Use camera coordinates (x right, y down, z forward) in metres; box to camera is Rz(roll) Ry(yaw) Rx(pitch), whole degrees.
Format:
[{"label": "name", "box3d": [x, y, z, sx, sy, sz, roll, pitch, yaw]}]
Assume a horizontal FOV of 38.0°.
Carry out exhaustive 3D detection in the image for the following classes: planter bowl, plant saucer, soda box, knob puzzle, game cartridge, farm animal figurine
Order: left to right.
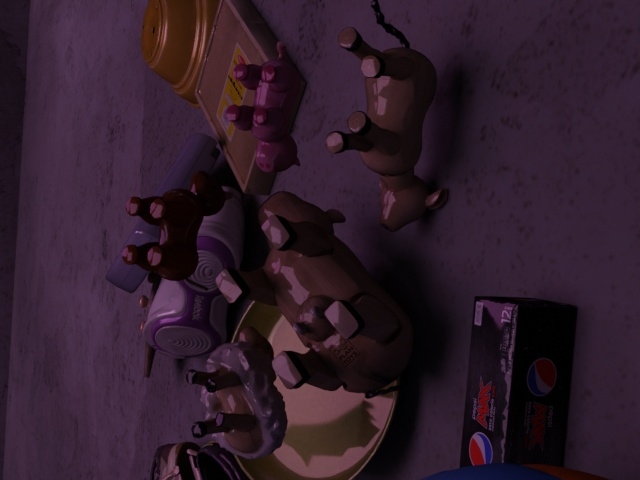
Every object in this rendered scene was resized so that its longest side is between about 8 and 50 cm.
[{"label": "knob puzzle", "box3d": [-0.261, 0.086, 1.457, 0.213, 0.030, 0.213, -172, 90, -86]}, {"label": "game cartridge", "box3d": [-0.236, -0.024, 1.344, 0.196, 0.060, 0.294, -67, 12, -22]}, {"label": "planter bowl", "box3d": [-0.219, -0.318, 1.429, 0.217, 0.090, 0.217, -15, 73, 62]}, {"label": "plant saucer", "box3d": [-0.006, 0.142, 0.945, 0.241, 0.037, 0.240, -16, 65, 39]}, {"label": "farm animal figurine", "box3d": [0.000, 0.000, 0.859, 0.330, 0.172, 0.326, -30, 70, 26]}, {"label": "soda box", "box3d": [0.146, 0.128, 0.699, 0.053, 0.060, 0.168, 9, 94, 61]}]

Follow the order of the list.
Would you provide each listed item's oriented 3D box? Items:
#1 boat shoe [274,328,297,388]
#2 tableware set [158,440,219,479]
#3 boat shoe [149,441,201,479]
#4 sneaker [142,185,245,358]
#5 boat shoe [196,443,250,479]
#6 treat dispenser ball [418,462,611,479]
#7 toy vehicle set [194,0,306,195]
[{"label": "boat shoe", "box3d": [-0.025, 0.162, 1.021, 0.060, 0.064, 0.177, 163, 111, -63]}, {"label": "tableware set", "box3d": [-0.167, 0.333, 1.247, 0.154, 0.024, 0.104, -37, 55, 21]}, {"label": "boat shoe", "box3d": [-0.212, 0.400, 1.324, 0.073, 0.080, 0.223, -8, 73, 39]}, {"label": "sneaker", "box3d": [-0.161, 0.054, 1.290, 0.305, 0.114, 0.152, 119, 167, -44]}, {"label": "boat shoe", "box3d": [-0.075, 0.345, 1.064, 0.285, 0.092, 0.102, 63, 140, 45]}, {"label": "treat dispenser ball", "box3d": [0.112, 0.267, 0.499, 0.288, 0.288, 0.288, -13, 76, 62]}, {"label": "toy vehicle set", "box3d": [-0.102, -0.203, 1.245, 0.267, 0.035, 0.166, 61, 138, 46]}]
